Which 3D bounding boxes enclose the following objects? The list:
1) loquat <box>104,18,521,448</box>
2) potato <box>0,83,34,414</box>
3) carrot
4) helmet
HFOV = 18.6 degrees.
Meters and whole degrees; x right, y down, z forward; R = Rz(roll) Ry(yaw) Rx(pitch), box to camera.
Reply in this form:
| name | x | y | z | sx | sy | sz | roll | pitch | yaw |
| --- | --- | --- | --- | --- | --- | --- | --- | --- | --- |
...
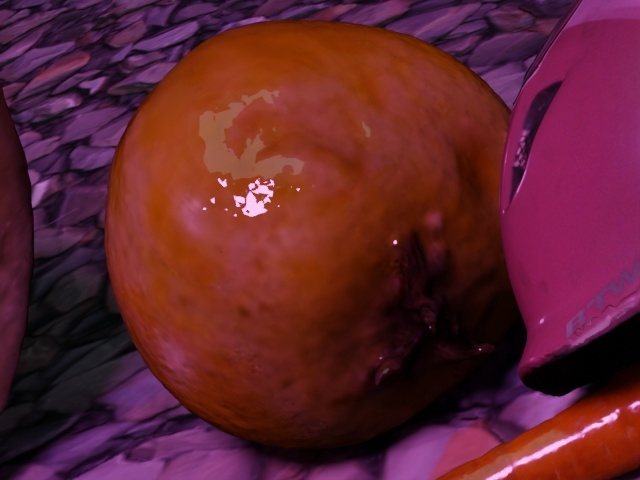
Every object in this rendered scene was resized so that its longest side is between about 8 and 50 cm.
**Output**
| name | x | y | z | sx | sy | sz | roll | pitch | yaw |
| --- | --- | --- | --- | --- | --- | --- | --- | --- | --- |
| loquat | 0.004 | 0.000 | 0.921 | 0.213 | 0.213 | 0.213 | -20 | 24 | 9 |
| potato | -0.391 | 0.023 | 0.890 | 0.319 | 0.385 | 0.442 | 24 | 55 | 31 |
| carrot | 0.144 | 0.068 | 0.806 | 0.257 | 0.061 | 0.061 | -30 | 23 | 1 |
| helmet | 0.164 | -0.060 | 0.827 | 0.253 | 0.154 | 0.198 | -28 | -13 | 1 |
